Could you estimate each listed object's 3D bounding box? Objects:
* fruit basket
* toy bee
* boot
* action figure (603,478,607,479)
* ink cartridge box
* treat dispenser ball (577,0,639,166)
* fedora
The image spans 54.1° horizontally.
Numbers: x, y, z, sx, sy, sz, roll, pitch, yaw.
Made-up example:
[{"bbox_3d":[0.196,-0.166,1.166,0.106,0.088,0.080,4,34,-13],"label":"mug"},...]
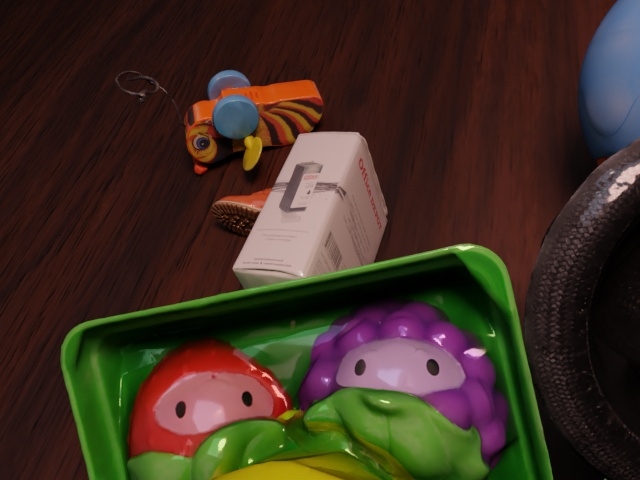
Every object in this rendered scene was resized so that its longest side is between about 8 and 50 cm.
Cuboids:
[{"bbox_3d":[-0.017,0.173,0.465,0.391,0.283,0.392,-13,2,0],"label":"fruit basket"},{"bbox_3d":[-0.153,-0.186,0.999,0.298,0.162,0.195,13,42,-1],"label":"toy bee"},{"bbox_3d":[-0.073,-0.050,0.891,0.157,0.059,0.085,6,48,14],"label":"boot"},{"bbox_3d":[0.173,0.300,0.442,0.232,0.137,0.063,-49,25,-11],"label":"action figure"},{"bbox_3d":[0.000,0.000,0.741,0.092,0.159,0.218,5,51,25],"label":"ink cartridge box"},{"bbox_3d":[0.416,-0.155,0.634,0.288,0.288,0.288,-11,47,11],"label":"treat dispenser ball"},{"bbox_3d":[0.303,0.053,0.529,0.334,0.334,0.152,-24,13,-2],"label":"fedora"}]
